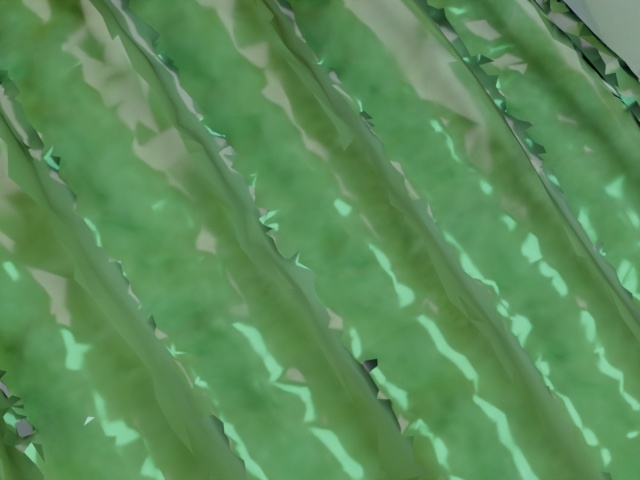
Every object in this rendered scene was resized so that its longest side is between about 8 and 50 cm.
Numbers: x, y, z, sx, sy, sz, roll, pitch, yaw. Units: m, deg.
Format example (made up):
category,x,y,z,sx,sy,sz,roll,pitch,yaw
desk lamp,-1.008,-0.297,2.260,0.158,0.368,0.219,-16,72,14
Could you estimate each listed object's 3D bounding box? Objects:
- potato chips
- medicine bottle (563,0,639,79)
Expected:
category,x,y,z,sx,sy,sz,roll,pitch,yaw
potato chips,0.026,0.054,0.402,0.358,0.070,0.429,-33,91,-29
medicine bottle,0.219,-0.017,0.669,0.214,0.213,0.378,15,37,-15
